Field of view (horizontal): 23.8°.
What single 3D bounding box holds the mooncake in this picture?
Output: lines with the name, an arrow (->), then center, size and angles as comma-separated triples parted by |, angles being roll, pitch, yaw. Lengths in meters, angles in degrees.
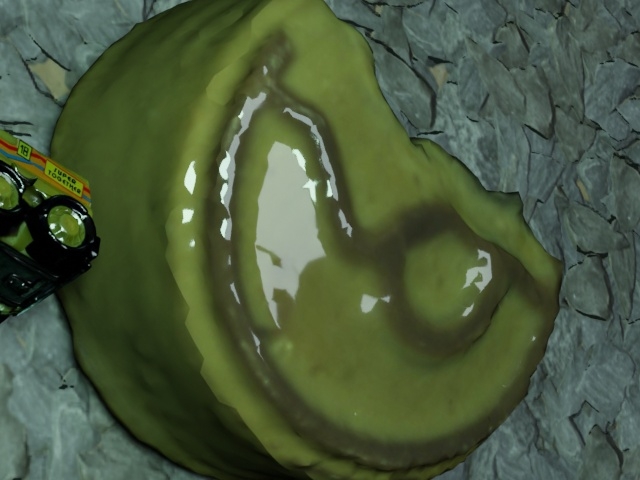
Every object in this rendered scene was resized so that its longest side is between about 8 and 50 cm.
mooncake -> 0.000, 0.000, 1.207 | 0.394, 0.246, 0.393 | -1, 84, -42

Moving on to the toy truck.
toy truck -> -0.276, -0.048, 1.025 | 0.257, 0.127, 0.127 | 28, 44, -36
